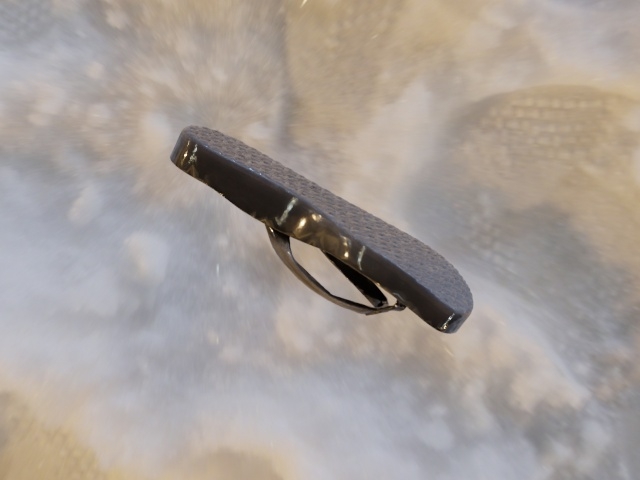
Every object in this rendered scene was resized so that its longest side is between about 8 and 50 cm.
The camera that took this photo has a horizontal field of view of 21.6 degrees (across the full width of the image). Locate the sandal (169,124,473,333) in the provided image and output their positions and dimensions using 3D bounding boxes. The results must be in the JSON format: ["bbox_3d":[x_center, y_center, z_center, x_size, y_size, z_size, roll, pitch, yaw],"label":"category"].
[{"bbox_3d":[0.000,0.000,1.163,0.254,0.097,0.054,32,104,28],"label":"sandal"}]
